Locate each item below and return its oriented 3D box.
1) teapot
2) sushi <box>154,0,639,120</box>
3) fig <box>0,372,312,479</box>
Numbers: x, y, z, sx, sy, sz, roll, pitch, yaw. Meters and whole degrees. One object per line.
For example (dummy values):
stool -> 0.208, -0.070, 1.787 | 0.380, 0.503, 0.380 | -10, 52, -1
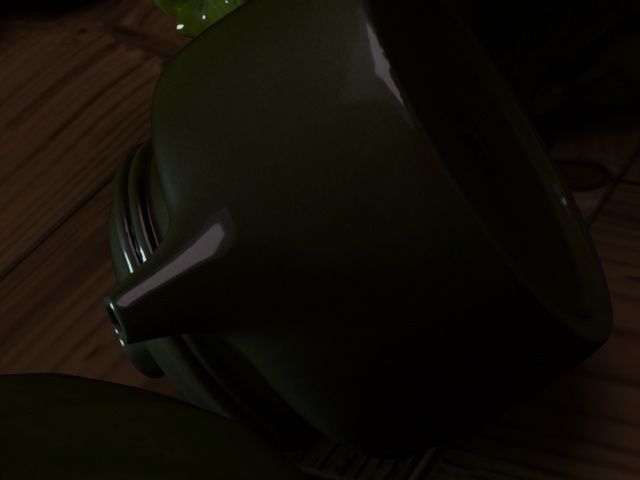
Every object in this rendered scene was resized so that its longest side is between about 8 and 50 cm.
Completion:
teapot -> 0.000, 0.000, 0.662 | 0.175, 0.185, 0.268 | -28, -6, 19
sushi -> 0.056, -0.226, 0.776 | 0.351, 0.396, 0.240 | -26, 50, -15
fig -> -0.087, 0.116, 0.444 | 0.203, 0.225, 0.203 | -17, 46, 18
